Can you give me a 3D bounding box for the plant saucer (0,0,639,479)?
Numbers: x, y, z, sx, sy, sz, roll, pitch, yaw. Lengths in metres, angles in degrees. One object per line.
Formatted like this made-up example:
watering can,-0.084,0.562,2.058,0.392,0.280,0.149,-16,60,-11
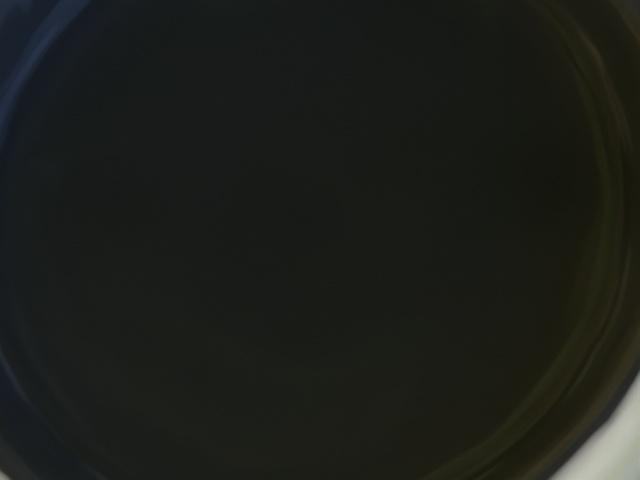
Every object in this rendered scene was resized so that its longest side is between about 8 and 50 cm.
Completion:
plant saucer,0.000,0.000,0.541,0.100,0.400,0.400,60,46,-71
